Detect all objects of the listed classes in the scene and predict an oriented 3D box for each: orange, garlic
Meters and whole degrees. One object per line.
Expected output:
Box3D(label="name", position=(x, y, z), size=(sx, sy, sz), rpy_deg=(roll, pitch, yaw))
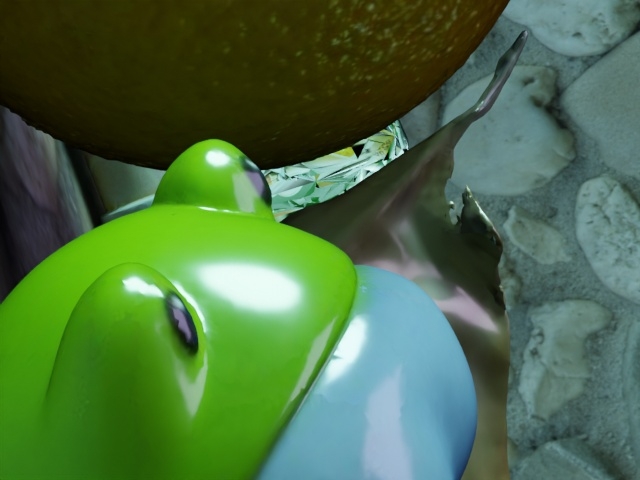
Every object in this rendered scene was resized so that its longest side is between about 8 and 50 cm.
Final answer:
Box3D(label="orange", position=(-0.045, -0.156, 0.570), size=(0.274, 0.274, 0.274), rpy_deg=(-19, 90, -87))
Box3D(label="garlic", position=(0.016, 0.104, 0.595), size=(0.151, 0.196, 0.338), rpy_deg=(-151, -132, -75))

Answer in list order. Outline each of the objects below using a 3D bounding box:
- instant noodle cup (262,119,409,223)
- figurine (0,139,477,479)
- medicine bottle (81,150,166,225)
Box3D(label="instant noodle cup", position=(0.000, 0.000, 1.182), size=(0.240, 0.178, 0.240), rpy_deg=(-18, 90, -87))
Box3D(label="figurine", position=(-0.031, 0.110, 0.426), size=(0.162, 0.143, 0.263), rpy_deg=(-59, 150, -61))
Box3D(label="medicine bottle", position=(-0.116, -0.103, 0.787), size=(0.074, 0.074, 0.218), rpy_deg=(-80, 149, -84))
